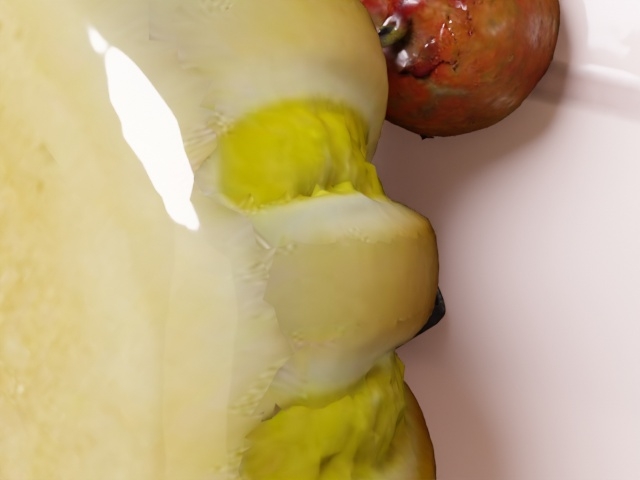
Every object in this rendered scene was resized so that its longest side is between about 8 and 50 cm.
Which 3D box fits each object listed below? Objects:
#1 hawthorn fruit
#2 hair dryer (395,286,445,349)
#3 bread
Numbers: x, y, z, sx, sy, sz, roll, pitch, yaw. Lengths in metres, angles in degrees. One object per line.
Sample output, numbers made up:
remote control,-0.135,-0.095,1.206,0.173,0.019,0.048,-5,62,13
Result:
hawthorn fruit,0.033,-0.065,0.528,0.077,0.077,0.077,2,96,19
hair dryer,0.000,0.000,0.574,0.047,0.026,0.083,-33,77,17
bread,-0.090,0.051,0.526,0.333,0.160,0.333,1,92,35
